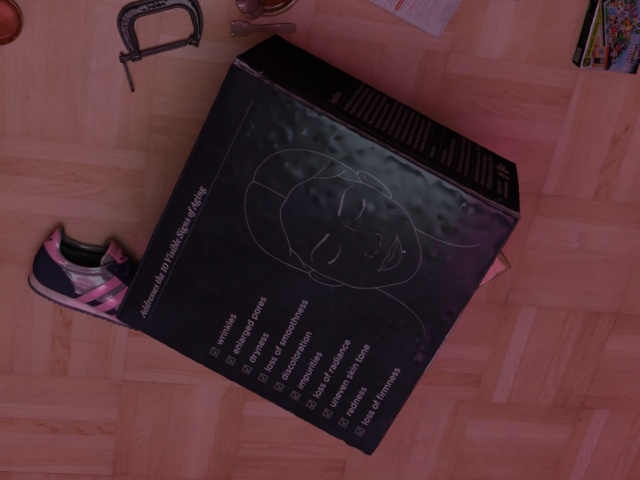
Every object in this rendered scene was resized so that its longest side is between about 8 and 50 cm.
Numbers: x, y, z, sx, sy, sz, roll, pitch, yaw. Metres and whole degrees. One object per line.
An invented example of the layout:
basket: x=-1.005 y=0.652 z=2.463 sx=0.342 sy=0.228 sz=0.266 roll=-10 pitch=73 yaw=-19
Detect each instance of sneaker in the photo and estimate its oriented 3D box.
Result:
sneaker: x=-0.360 y=0.074 z=1.774 sx=0.318 sy=0.112 sz=0.131 roll=17 pitch=117 yaw=-17

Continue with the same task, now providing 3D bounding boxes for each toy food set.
toy food set: x=-0.090 y=-0.420 z=1.584 sx=0.132 sy=0.038 sz=0.192 roll=-3 pitch=120 yaw=-8

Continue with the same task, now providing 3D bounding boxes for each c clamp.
c clamp: x=-0.265 y=-0.336 z=1.617 sx=0.160 sy=0.022 sz=0.137 roll=-19 pitch=115 yaw=3

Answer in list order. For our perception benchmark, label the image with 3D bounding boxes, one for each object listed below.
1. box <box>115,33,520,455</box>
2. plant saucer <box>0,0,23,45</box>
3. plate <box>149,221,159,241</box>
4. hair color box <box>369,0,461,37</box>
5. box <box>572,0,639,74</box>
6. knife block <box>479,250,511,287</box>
box: x=0.000 y=0.000 z=1.587 sx=0.471 sy=0.297 sz=0.480 roll=28 pitch=112 yaw=-2
plant saucer: x=-0.519 y=-0.354 z=1.566 sx=0.083 sy=0.013 sz=0.084 roll=-4 pitch=120 yaw=-7
plate: x=-0.223 y=0.012 z=1.815 sx=0.188 sy=0.024 sz=0.188 roll=-4 pitch=119 yaw=-7
hair color box: x=0.146 y=-0.417 z=1.618 sx=0.167 sy=0.053 sz=0.093 roll=23 pitch=114 yaw=-22
box: x=0.523 y=-0.397 z=1.700 sx=0.114 sy=0.036 sz=0.207 roll=3 pitch=118 yaw=-11
knife block: x=0.209 y=-0.068 z=1.723 sx=0.088 sy=0.276 sz=0.242 roll=-33 pitch=148 yaw=11
